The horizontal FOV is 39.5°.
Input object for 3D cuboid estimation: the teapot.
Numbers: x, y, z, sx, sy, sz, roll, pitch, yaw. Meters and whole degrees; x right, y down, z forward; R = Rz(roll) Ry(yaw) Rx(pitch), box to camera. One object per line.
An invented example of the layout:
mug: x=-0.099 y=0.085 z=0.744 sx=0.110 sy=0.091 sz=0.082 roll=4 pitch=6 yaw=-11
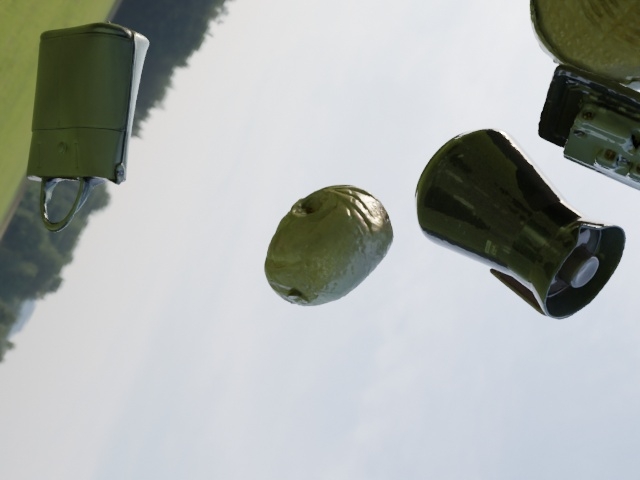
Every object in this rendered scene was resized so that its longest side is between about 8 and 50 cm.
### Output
teapot: x=0.358 y=-0.017 z=1.645 sx=0.253 sy=0.300 sz=0.344 roll=-31 pitch=-131 yaw=-18

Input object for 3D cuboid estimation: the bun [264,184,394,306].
bun: x=0.000 y=0.000 z=1.541 sx=0.243 sy=0.153 sz=0.244 roll=-33 pitch=-163 yaw=11

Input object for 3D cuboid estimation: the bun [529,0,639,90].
bun: x=0.600 y=-0.464 z=1.747 sx=0.364 sy=0.364 sz=0.202 roll=-59 pitch=161 yaw=10

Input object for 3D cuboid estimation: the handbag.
handbag: x=-0.363 y=-0.167 z=1.369 sx=0.241 sy=0.109 sz=0.316 roll=4 pitch=-92 yaw=41

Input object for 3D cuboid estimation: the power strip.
power strip: x=0.471 y=-0.158 z=1.438 sx=0.092 sy=0.256 sz=0.251 roll=-63 pitch=165 yaw=-7
